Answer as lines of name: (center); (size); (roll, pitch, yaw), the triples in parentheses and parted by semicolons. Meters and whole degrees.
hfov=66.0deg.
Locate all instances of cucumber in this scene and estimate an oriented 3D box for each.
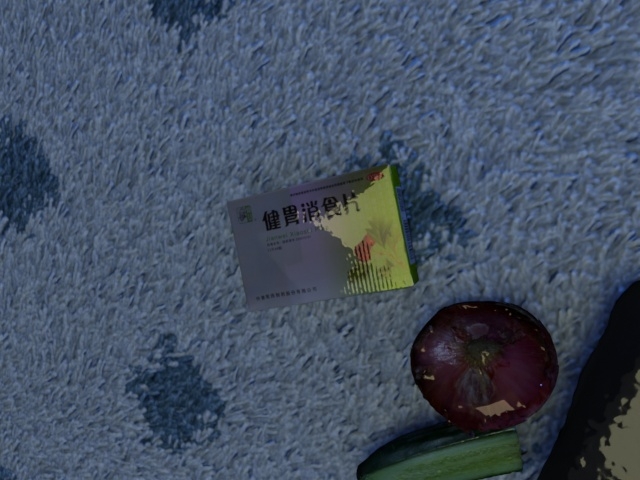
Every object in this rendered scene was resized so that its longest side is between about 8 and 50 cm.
cucumber: (0.162, 0.301, 0.703); (0.244, 0.063, 0.115); (-22, 123, 16)

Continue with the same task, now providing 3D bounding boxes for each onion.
onion: (0.214, 0.170, 0.646); (0.184, 0.183, 0.147); (-18, 130, 18)

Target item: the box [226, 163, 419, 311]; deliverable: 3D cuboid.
box: (0.001, 0.001, 0.738); (0.261, 0.062, 0.175); (-11, 90, 19)

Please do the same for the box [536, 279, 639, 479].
box: (0.469, 0.248, 0.547); (0.359, 0.091, 0.350); (21, 93, 28)
